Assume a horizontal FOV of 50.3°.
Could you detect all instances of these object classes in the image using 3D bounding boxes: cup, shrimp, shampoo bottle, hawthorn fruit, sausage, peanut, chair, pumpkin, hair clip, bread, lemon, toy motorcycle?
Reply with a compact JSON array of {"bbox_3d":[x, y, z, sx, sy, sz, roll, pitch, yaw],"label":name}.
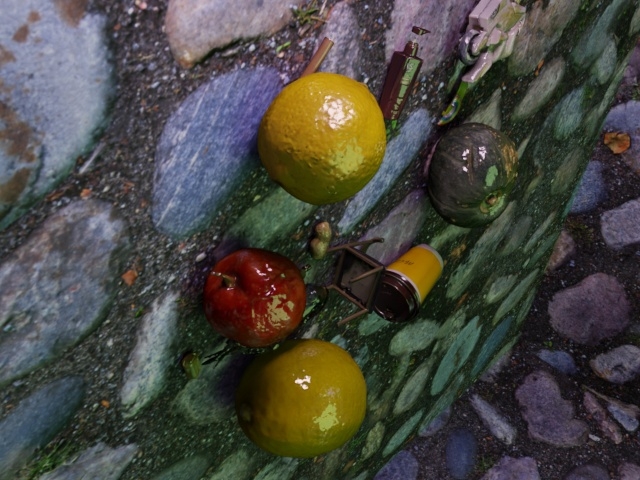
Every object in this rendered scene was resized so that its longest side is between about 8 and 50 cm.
[{"bbox_3d":[0.292,0.135,2.282,0.280,0.197,0.196,-40,147,-38],"label":"cup"},{"bbox_3d":[-0.152,0.198,1.762,0.372,0.172,0.137,-24,161,-17],"label":"shrimp"},{"bbox_3d":[0.211,-0.423,1.728,0.068,0.067,0.236,-7,125,-42],"label":"shampoo bottle"},{"bbox_3d":[-0.170,0.116,1.555,0.241,0.242,0.272,-56,139,-1],"label":"hawthorn fruit"},{"bbox_3d":[-0.011,-0.390,1.486,0.116,0.026,0.026,-56,150,2],"label":"sausage"},{"bbox_3d":[0.000,0.000,1.854,0.054,0.054,0.113,-16,129,-48],"label":"peanut"},{"bbox_3d":[0.103,0.109,1.987,0.272,0.166,0.188,-20,135,-45],"label":"chair"},{"bbox_3d":[0.482,-0.209,2.135,0.292,0.257,0.327,-10,135,-36],"label":"pumpkin"},{"bbox_3d":[0.410,-0.429,2.042,0.060,0.033,0.188,-6,124,-54],"label":"hair clip"},{"bbox_3d":[-0.323,0.314,1.708,0.049,0.034,0.088,-55,157,-32],"label":"bread"},{"bbox_3d":[0.004,-0.212,1.440,0.293,0.293,0.293,-36,144,-31],"label":"lemon"},{"bbox_3d":[0.491,-0.591,1.929,0.340,0.108,0.223,-54,145,-17],"label":"toy motorcycle"},{"bbox_3d":[-0.075,0.443,1.900,0.364,0.364,0.364,-36,144,-31],"label":"lemon"}]

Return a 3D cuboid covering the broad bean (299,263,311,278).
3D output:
[{"bbox_3d":[-0.123,0.177,1.854,0.297,0.043,0.060,-54,159,-6],"label":"broad bean"}]
